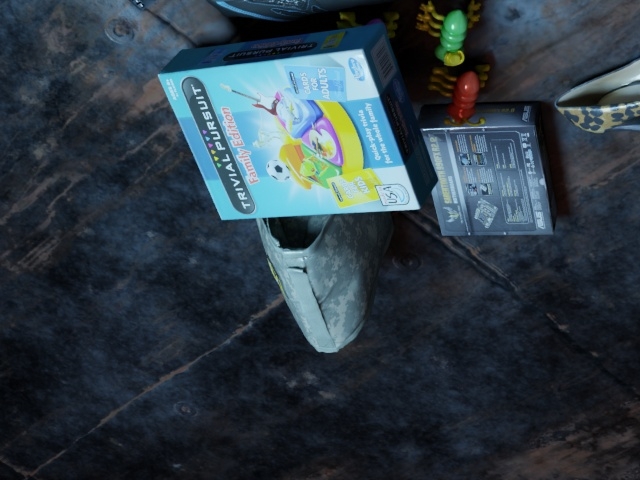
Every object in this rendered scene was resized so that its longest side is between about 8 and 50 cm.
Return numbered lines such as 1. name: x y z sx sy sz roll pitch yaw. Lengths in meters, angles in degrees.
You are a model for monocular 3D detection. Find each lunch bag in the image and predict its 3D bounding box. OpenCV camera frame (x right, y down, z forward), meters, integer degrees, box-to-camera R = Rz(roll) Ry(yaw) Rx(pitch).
1. lunch bag: 0.000 0.000 2.274 0.169 0.287 0.235 0 136 18

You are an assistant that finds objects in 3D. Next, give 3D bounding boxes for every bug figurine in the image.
1. bug figurine: 0.120 -0.236 2.064 0.279 0.072 0.216 -6 136 -12

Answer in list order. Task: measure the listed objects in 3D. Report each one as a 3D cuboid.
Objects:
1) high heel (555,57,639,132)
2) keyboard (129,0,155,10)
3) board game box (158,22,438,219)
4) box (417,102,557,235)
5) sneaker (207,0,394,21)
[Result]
1. high heel: 0.432 -0.234 2.021 0.186 0.093 0.261 7 146 2
2. keyboard: -0.298 -0.416 2.129 0.180 0.023 0.108 40 133 -24
3. board game box: -0.032 -0.158 2.053 0.336 0.079 0.253 -3 124 31
4. box: 0.258 -0.106 2.246 0.183 0.056 0.231 0 135 20
5. sneaker: -0.008 -0.373 2.035 0.341 0.125 0.139 2 163 12
